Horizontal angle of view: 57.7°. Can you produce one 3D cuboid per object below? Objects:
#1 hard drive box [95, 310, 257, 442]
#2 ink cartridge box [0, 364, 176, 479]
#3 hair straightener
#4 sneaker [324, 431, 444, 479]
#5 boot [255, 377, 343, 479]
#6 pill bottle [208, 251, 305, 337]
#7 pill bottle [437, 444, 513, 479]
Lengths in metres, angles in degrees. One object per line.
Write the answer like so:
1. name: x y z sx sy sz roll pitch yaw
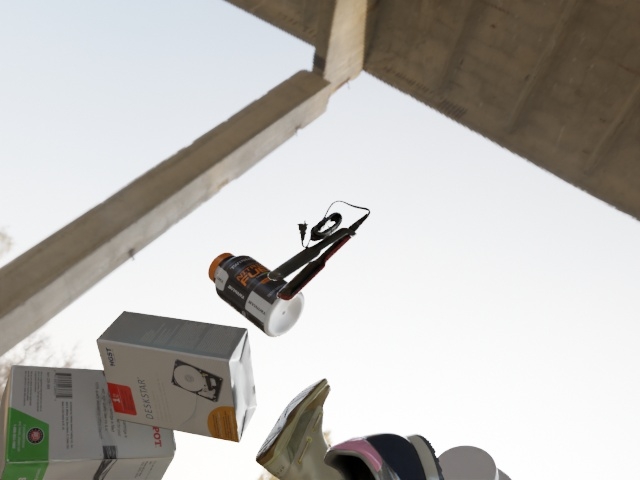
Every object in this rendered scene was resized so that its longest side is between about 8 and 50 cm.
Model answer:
1. hard drive box: -0.235 0.227 0.977 0.232 0.089 0.181 5 -60 15
2. ink cartridge box: -0.442 0.358 1.098 0.121 0.289 0.211 -60 -144 26
3. hair straightener: 0.000 0.000 0.985 0.047 0.230 0.089 14 -44 53
4. sneaker: 0.076 0.352 0.589 0.131 0.319 0.112 11 -49 -22
5. boot: 0.000 0.352 0.993 0.165 0.213 0.077 47 -54 -2
6. pill bottle: -0.164 0.118 1.392 0.245 0.130 0.130 30 -37 34
7. pill bottle: 0.240 0.444 0.883 0.146 0.146 0.264 6 -58 43
